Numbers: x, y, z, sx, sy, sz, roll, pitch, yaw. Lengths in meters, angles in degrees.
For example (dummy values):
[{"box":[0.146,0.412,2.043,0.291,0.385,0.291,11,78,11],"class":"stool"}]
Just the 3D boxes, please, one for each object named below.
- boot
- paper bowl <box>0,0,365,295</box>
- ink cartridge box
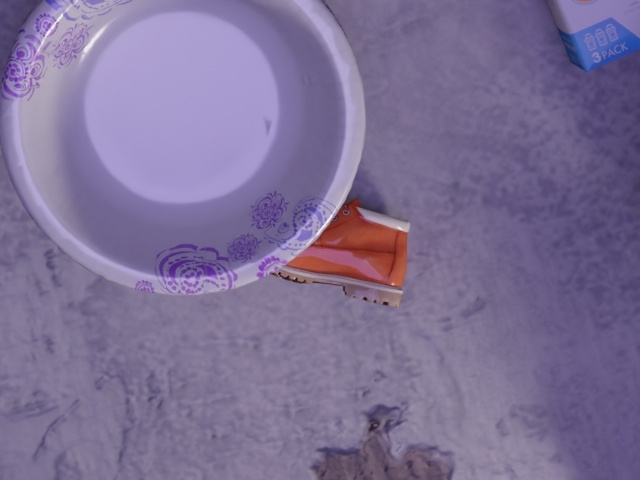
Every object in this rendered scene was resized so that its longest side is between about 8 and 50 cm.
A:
[{"box":[0.000,0.000,1.502,0.158,0.059,0.084,13,91,-8],"class":"boot"},{"box":[-0.110,-0.108,1.414,0.284,0.148,0.284,-1,103,-4],"class":"paper bowl"},{"box":[0.227,-0.244,1.447,0.104,0.061,0.181,-24,104,2],"class":"ink cartridge box"}]
